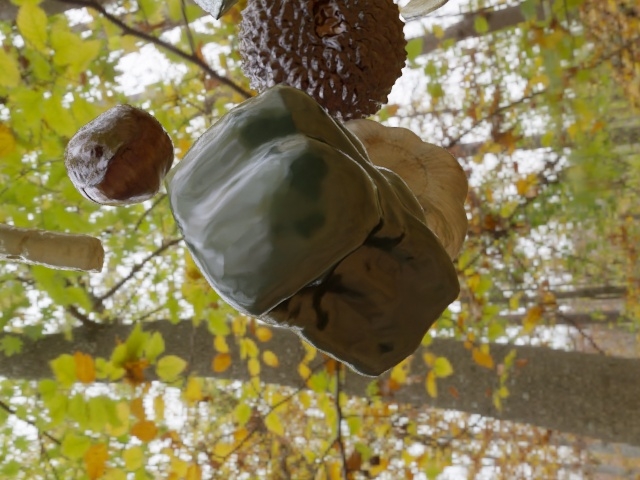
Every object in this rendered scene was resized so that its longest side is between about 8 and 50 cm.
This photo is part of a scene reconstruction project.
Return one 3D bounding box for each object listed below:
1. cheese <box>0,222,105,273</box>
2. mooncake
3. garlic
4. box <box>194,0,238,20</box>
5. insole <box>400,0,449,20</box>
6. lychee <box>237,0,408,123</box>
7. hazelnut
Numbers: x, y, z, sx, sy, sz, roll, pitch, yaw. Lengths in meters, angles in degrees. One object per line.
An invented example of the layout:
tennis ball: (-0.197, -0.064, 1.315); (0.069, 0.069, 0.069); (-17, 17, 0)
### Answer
cheese: (-0.316, 0.003, 0.845); (0.065, 0.194, 0.043); (168, 111, -83)
mooncake: (0.000, 0.000, 0.461); (0.168, 0.104, 0.175); (54, -168, 2)
garlic: (0.058, -0.010, 0.968); (0.212, 0.219, 0.218); (103, -174, -54)
box: (-0.009, -0.218, 0.332); (0.129, 0.086, 0.225); (42, -113, -3)
insole: (0.145, -0.268, 0.722); (0.011, 0.081, 0.248); (51, -119, -25)
lychee: (0.004, -0.271, 1.217); (0.271, 0.271, 0.271); (15, -108, -57)
hazelnut: (-0.422, -0.165, 1.753); (0.229, 0.230, 0.229); (15, -108, -57)
